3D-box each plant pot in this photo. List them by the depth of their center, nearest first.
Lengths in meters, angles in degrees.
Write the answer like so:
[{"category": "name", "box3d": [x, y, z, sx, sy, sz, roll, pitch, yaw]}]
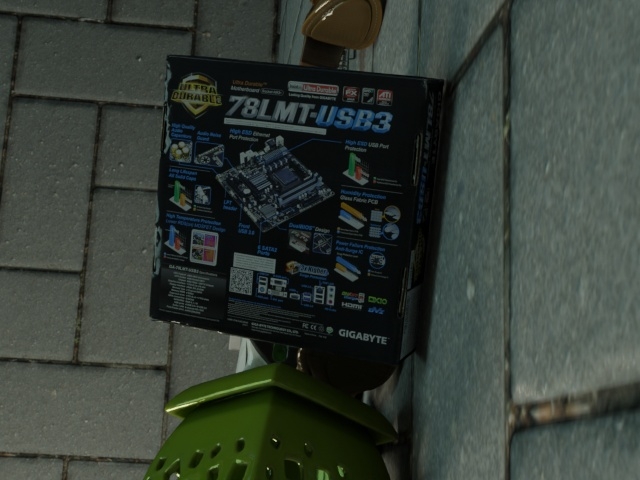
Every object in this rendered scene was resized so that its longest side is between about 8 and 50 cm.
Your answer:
[{"category": "plant pot", "box3d": [-0.053, 0.265, 1.112, 0.227, 0.228, 0.207, -22, 48, 42]}]

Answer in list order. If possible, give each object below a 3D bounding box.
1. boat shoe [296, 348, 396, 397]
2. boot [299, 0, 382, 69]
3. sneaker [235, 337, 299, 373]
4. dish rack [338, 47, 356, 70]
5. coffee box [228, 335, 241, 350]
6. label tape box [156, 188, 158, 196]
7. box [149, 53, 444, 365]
[{"category": "boat shoe", "box3d": [0.031, 0.131, 1.231, 0.302, 0.109, 0.098, 116, 179, -54]}, {"category": "boot", "box3d": [0.042, -0.388, 1.563, 0.283, 0.109, 0.220, 118, 165, -72]}, {"category": "sneaker", "box3d": [-0.058, 0.225, 1.594, 0.257, 0.169, 0.447, 54, -135, -82]}, {"category": "dish rack", "box3d": [0.011, -0.248, 1.789, 0.208, 0.074, 0.271, 131, 142, -81]}, {"category": "coffee box", "box3d": [-0.112, 0.093, 2.266, 0.119, 0.168, 0.297, 107, 166, -63]}, {"category": "label tape box", "box3d": [-0.190, -0.199, 2.315, 0.249, 0.348, 0.115, -94, 10, -50]}, {"category": "box", "box3d": [-0.032, -0.038, 1.071, 0.073, 0.296, 0.293, -17, -66, -68]}]
